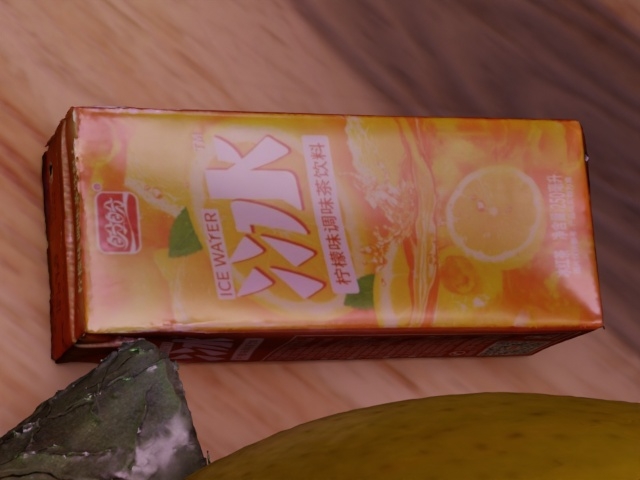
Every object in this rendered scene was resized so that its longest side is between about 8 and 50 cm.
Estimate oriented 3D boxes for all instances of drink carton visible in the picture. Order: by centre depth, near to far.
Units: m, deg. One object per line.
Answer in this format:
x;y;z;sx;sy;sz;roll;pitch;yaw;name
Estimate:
0.000;0.000;0.828;0.222;0.071;0.096;1;76;-19;drink carton

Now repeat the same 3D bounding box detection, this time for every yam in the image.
-0.117;0.127;0.735;0.183;0.107;0.107;-32;87;-21;yam

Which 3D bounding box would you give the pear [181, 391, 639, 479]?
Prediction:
0.066;0.224;0.631;0.418;0.362;0.362;1;74;-26;pear
